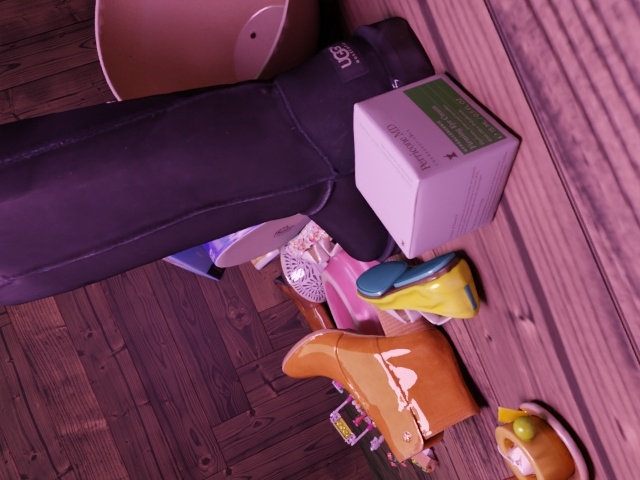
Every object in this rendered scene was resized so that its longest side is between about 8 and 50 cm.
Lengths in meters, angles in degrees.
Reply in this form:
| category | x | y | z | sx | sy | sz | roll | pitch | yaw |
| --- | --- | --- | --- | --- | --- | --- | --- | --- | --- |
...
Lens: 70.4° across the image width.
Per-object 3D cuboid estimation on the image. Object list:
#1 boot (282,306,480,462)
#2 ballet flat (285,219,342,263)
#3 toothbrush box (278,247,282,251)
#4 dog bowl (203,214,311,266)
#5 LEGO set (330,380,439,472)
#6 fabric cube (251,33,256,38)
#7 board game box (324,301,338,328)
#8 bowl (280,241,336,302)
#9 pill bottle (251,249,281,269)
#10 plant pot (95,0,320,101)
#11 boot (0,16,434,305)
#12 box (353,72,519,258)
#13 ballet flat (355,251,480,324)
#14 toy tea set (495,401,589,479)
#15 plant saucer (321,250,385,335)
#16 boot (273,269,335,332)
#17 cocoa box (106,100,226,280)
| category | x | y | z | sx | sy | sz | roll | pitch | yaw |
| --- | --- | --- | --- | --- | --- | --- | --- | --- | --- |
| boot | 0.069 | 0.220 | 0.670 | 0.104 | 0.295 | 0.211 | 10 | -130 | -46 |
| ballet flat | 0.000 | 0.000 | 0.829 | 0.077 | 0.091 | 0.241 | 64 | 152 | 9 |
| toothbrush box | -0.108 | -0.138 | 1.141 | 0.206 | 0.122 | 0.283 | 102 | 143 | -75 |
| dog bowl | -0.090 | -0.059 | 0.805 | 0.104 | 0.265 | 0.265 | 61 | 169 | 8 |
| LEGO set | 0.121 | 0.436 | 1.033 | 0.287 | 0.107 | 0.132 | 43 | 153 | 28 |
| fabric cube | -0.218 | -0.379 | 0.789 | 0.254 | 0.259 | 0.258 | -140 | 29 | -67 |
| board game box | 0.082 | 0.280 | 1.231 | 0.318 | 0.066 | 0.318 | -124 | 15 | -48 |
| bowl | -0.002 | 0.049 | 1.037 | 0.170 | 0.080 | 0.170 | 31 | -138 | -32 |
| pill bottle | -0.199 | -0.064 | 1.294 | 0.272 | 0.152 | 0.152 | 51 | 169 | 2 |
| plant pot | -0.113 | -0.268 | 0.584 | 0.191 | 0.284 | 0.283 | -5 | -111 | -63 |
| boot | -0.119 | -0.022 | 0.514 | 0.366 | 0.446 | 0.146 | 83 | 162 | -57 |
| box | 0.087 | -0.062 | 0.379 | 0.101 | 0.087 | 0.101 | 81 | 163 | -54 |
| ballet flat | 0.111 | 0.067 | 0.556 | 0.077 | 0.077 | 0.231 | 54 | 161 | -5 |
| toy tea set | 0.219 | 0.331 | 0.455 | 0.200 | 0.125 | 0.335 | -127 | 17 | -53 |
| plant saucer | 0.089 | 0.158 | 0.876 | 0.332 | 0.084 | 0.331 | 157 | 90 | -81 |
| boot | -0.011 | 0.197 | 1.202 | 0.280 | 0.096 | 0.264 | 61 | 160 | 5 |
| cocoa box | -0.313 | -0.078 | 0.953 | 0.232 | 0.227 | 0.347 | 21 | 169 | 11 |
